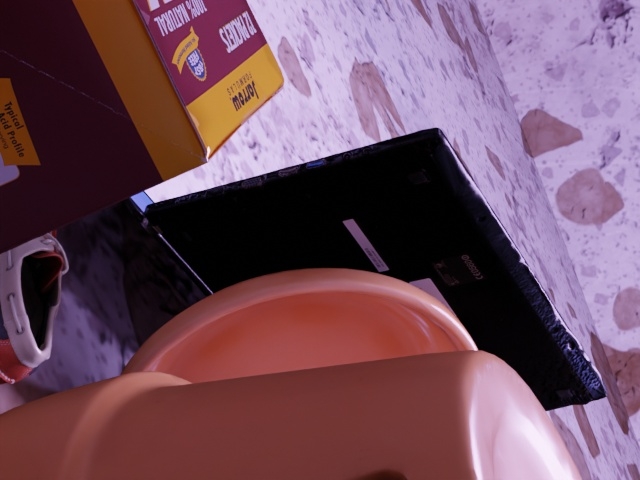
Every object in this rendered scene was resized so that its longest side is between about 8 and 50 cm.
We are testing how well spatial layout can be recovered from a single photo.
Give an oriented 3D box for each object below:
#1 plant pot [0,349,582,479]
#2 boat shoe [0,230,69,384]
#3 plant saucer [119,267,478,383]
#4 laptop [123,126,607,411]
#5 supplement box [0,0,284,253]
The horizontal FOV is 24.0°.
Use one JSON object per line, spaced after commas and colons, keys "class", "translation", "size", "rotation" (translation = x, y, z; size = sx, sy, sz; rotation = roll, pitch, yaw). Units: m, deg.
{"class": "plant pot", "translation": [0.008, 0.169, 0.603], "size": [0.291, 0.204, 0.291], "rotation": [56, 20, -32]}
{"class": "boat shoe", "translation": [-0.144, 0.020, 0.735], "size": [0.049, 0.043, 0.137], "rotation": [55, 20, -29]}
{"class": "plant saucer", "translation": [-0.014, 0.085, 0.788], "size": [0.200, 0.200, 0.037], "rotation": [52, 14, -41]}
{"class": "laptop", "translation": [0.000, 0.000, 0.859], "size": [0.234, 0.264, 0.136], "rotation": [51, 35, -41]}
{"class": "supplement box", "translation": [-0.150, -0.096, 0.605], "size": [0.191, 0.194, 0.129], "rotation": [64, 18, -12]}
